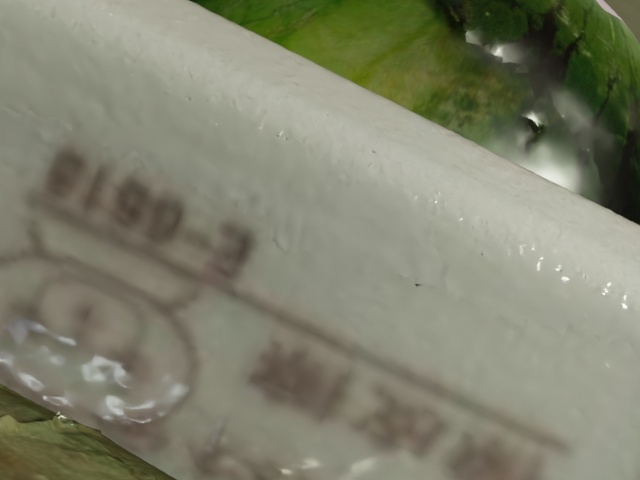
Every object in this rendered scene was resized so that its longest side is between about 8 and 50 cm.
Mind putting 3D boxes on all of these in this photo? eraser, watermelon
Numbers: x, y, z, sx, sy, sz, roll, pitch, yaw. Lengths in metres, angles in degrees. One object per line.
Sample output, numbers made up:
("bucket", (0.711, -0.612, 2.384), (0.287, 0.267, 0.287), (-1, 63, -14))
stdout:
("eraser", (-0.025, 0.025, 0.632), (0.270, 0.095, 0.174), (26, 118, -7))
("watermelon", (0.000, 0.000, 0.942), (0.363, 0.363, 0.363), (1, 89, -31))

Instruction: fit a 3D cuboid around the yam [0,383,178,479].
("yam", (-0.019, 0.143, 0.392), (0.168, 0.304, 0.168), (-33, 135, -41))
